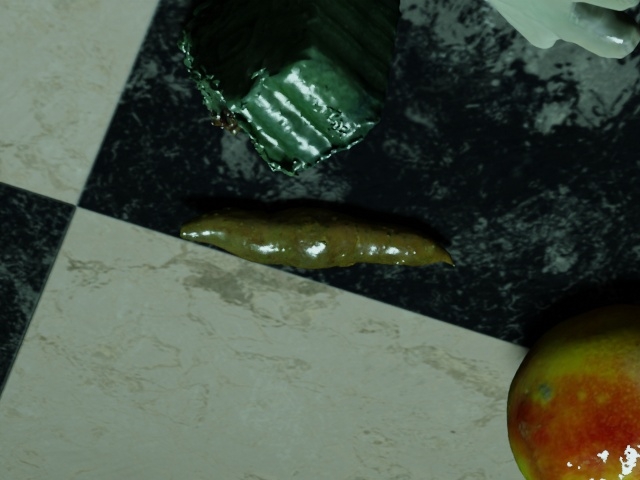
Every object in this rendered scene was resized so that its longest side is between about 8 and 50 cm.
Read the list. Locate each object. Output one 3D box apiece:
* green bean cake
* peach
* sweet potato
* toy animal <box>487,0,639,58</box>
[{"bbox_3d":[-0.041,-0.136,1.222,0.193,0.208,0.107,-27,126,30],"label":"green bean cake"},{"bbox_3d":[0.300,0.178,1.521,0.231,0.231,0.231,4,139,3],"label":"peach"},{"bbox_3d":[0.000,0.000,1.480,0.274,0.067,0.067,6,139,-3],"label":"sweet potato"},{"bbox_3d":[0.187,-0.278,1.097,0.266,0.188,0.308,-4,154,44],"label":"toy animal"}]
